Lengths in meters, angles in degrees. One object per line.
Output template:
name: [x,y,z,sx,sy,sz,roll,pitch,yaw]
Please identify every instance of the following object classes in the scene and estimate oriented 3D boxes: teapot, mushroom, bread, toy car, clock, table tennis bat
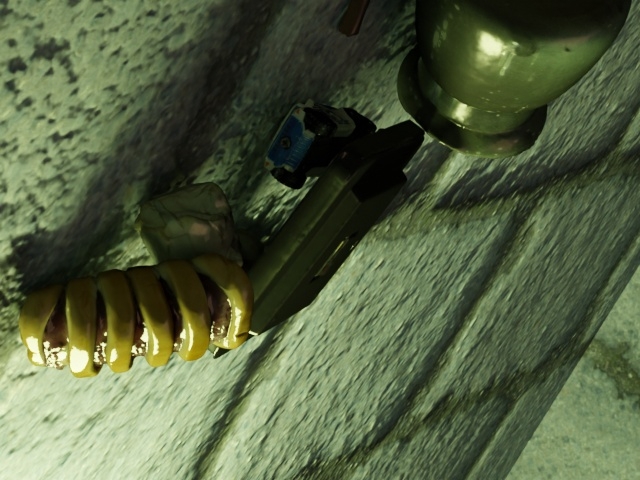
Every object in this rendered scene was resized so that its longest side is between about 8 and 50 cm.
teapot: [0.187,-0.246,2.128,0.223,0.305,0.285,3,144,-15]
mushroom: [-0.116,0.007,1.970,0.278,0.099,0.096,49,37,-71]
bread: [-0.176,0.079,1.861,0.225,0.081,0.134,-11,156,-11]
toy car: [-0.003,-0.105,2.045,0.080,0.070,0.170,-59,161,17]
clock: [0.001,0.000,2.052,0.279,0.049,0.273,-52,172,19]
table tennis bat: [0.094,-0.256,1.944,0.107,0.119,0.170,-25,144,-51]
